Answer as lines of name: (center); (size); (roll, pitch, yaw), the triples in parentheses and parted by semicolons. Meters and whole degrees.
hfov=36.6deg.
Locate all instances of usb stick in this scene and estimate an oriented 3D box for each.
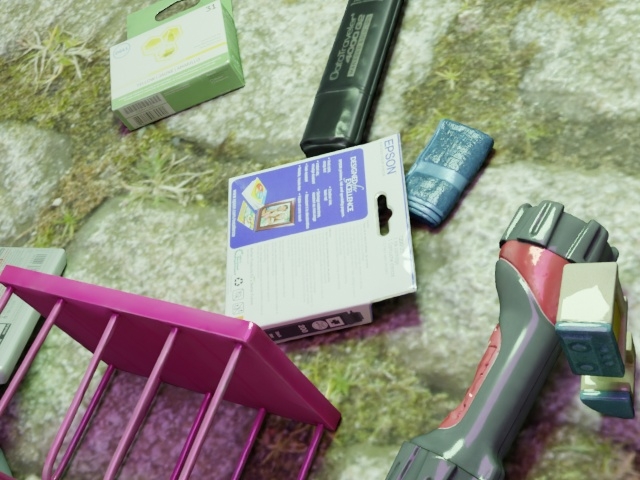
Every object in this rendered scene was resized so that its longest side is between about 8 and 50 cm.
usb stick: (0.043, -0.211, 1.148); (0.077, 0.045, 0.278); (-2, 58, 32)

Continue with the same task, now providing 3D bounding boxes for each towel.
towel: (0.128, -0.073, 1.024); (0.067, 0.029, 0.119); (25, 71, 34)

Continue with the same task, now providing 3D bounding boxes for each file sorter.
file sorter: (-0.171, 0.170, 0.889); (0.290, 0.202, 0.182); (10, 64, 30)

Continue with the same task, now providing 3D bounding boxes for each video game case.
video game case: (-0.417, 0.077, 1.086); (0.206, 0.026, 0.227); (1, 33, 3)

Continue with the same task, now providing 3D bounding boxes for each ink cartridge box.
ink cartridge box: (-0.197, -0.272, 1.296); (0.171, 0.056, 0.235); (-20, 54, 12)
ink cartridge box: (0.000, 0.000, 1.024); (0.208, 0.045, 0.206); (-14, 53, 17)

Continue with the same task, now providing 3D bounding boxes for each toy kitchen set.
toy kitchen set: (0.296, 0.104, 0.738); (0.207, 0.166, 0.122); (-2, 57, 24)

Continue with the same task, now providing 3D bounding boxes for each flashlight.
flashlight: (0.151, 0.112, 0.850); (0.103, 0.103, 0.304); (31, 77, 10)

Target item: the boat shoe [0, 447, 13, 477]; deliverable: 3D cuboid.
boat shoe: (-0.431, 0.239, 1.005); (0.156, 0.136, 0.367); (-39, 48, -5)
